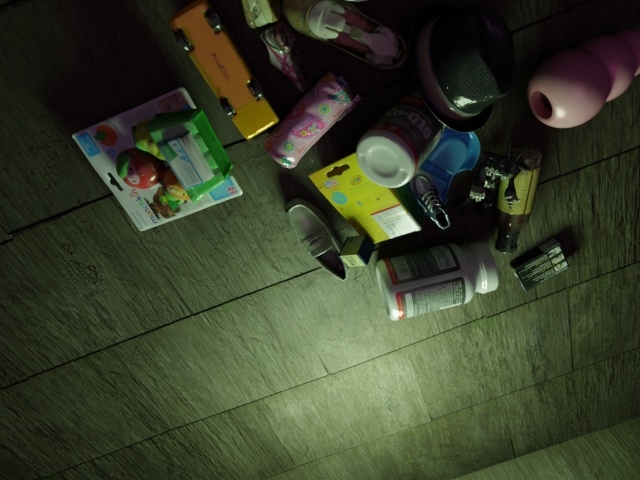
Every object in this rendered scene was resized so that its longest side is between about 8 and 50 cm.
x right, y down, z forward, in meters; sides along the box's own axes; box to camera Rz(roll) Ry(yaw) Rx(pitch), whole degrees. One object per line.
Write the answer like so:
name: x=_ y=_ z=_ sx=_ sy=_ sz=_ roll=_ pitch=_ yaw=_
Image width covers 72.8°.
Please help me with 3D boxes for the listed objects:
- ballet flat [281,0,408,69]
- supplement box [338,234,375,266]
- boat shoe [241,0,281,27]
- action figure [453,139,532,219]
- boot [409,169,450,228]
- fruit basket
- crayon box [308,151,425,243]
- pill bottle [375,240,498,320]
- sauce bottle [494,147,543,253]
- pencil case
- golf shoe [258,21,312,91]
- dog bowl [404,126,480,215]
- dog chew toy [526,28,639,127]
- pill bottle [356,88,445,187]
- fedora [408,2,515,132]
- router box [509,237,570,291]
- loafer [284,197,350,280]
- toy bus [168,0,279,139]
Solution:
ballet flat: x=0.073 y=-0.528 z=1.092 sx=0.348 sy=0.123 sz=0.123 roll=19 pitch=115 yaw=-17
supplement box: x=0.115 y=0.033 z=1.376 sx=0.083 sy=0.083 sz=0.056 roll=-6 pitch=135 yaw=43
boat shoe: x=-0.181 y=-0.641 z=0.998 sx=0.089 sy=0.105 sz=0.285 roll=-7 pitch=125 yaw=22
action figure: x=0.516 y=-0.159 z=1.296 sx=0.163 sy=0.141 sz=0.276 roll=13 pitch=145 yaw=-4
boot: x=0.331 y=-0.122 z=1.290 sx=0.069 sy=0.086 sz=0.190 roll=-34 pitch=119 yaw=13
fruit basket: x=-0.439 y=-0.199 z=1.183 sx=0.352 sy=0.165 sz=0.327 roll=-20 pitch=120 yaw=7
crayon box: x=0.141 y=-0.136 z=1.294 sx=0.202 sy=0.081 sz=0.318 roll=-18 pitch=127 yaw=40
pill bottle: x=0.383 y=0.127 z=1.453 sx=0.362 sy=0.210 sz=0.210 roll=-13 pitch=120 yaw=0
sauce bottle: x=0.625 y=-0.120 z=1.403 sx=0.111 sy=0.111 sz=0.345 roll=-4 pitch=120 yaw=-6
pencil case: x=-0.027 y=-0.326 z=1.189 sx=0.284 sy=0.124 sz=0.124 roll=-42 pitch=117 yaw=16
golf shoe: x=-0.088 y=-0.472 z=1.140 sx=0.085 sy=0.068 sz=0.186 roll=-4 pitch=134 yaw=34
dog bowl: x=0.351 y=-0.218 z=1.331 sx=0.165 sy=0.074 sz=0.297 roll=24 pitch=113 yaw=-20
dog chew toy: x=0.743 y=-0.454 z=1.186 sx=0.331 sy=0.207 sz=0.207 roll=-31 pitch=119 yaw=0
pill bottle: x=0.227 y=-0.281 z=1.148 sx=0.161 sy=0.283 sz=0.161 roll=25 pitch=143 yaw=20
fedora: x=0.374 y=-0.446 z=1.075 sx=0.333 sy=0.152 sz=0.335 roll=3 pitch=84 yaw=-30
router box: x=0.799 y=0.091 z=1.584 sx=0.178 sy=0.046 sz=0.133 roll=-33 pitch=119 yaw=11
loafer: x=0.000 y=0.000 z=1.383 sx=0.112 sy=0.111 sz=0.319 roll=-34 pitch=118 yaw=12
toy bus: x=-0.232 y=-0.426 z=1.098 sx=0.108 sy=0.130 sz=0.333 roll=-28 pitch=119 yaw=9
